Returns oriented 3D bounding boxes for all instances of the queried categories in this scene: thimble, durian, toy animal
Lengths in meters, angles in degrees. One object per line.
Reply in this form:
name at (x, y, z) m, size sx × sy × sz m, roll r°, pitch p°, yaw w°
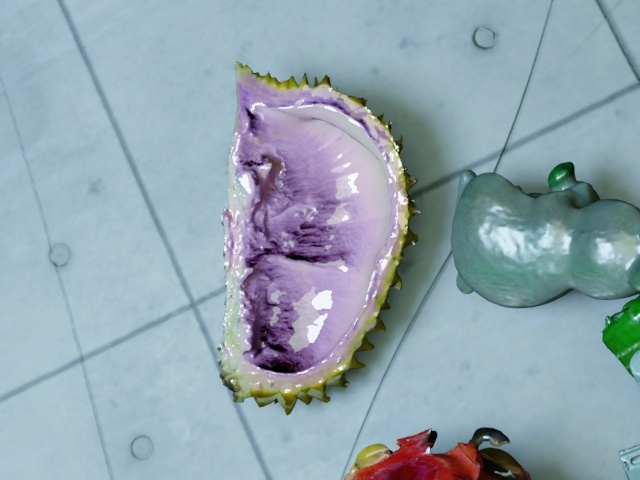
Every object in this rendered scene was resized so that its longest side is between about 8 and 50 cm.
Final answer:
thimble at (0.321, 0.076, 1.058) m, size 0.130 × 0.118 × 0.090 m, roll -44°, pitch 81°, yaw 25°
durian at (0.000, 0.001, 1.145) m, size 0.191 × 0.112 × 0.341 m, roll 2°, pitch 94°, yaw 4°
toy animal at (0.236, 0.009, 1.043) m, size 0.251 × 0.125 × 0.127 m, roll 17°, pitch 124°, yaw 45°

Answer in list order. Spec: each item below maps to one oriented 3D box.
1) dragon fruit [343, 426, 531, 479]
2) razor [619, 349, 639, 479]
dragon fruit at (0.137, 0.304, 1.022) m, size 0.307 × 0.243 × 0.227 m, roll 6°, pitch 48°, yaw 17°
razor at (0.298, 0.152, 1.006) m, size 0.106 × 0.232 × 0.068 m, roll -24°, pitch 51°, yaw 9°
